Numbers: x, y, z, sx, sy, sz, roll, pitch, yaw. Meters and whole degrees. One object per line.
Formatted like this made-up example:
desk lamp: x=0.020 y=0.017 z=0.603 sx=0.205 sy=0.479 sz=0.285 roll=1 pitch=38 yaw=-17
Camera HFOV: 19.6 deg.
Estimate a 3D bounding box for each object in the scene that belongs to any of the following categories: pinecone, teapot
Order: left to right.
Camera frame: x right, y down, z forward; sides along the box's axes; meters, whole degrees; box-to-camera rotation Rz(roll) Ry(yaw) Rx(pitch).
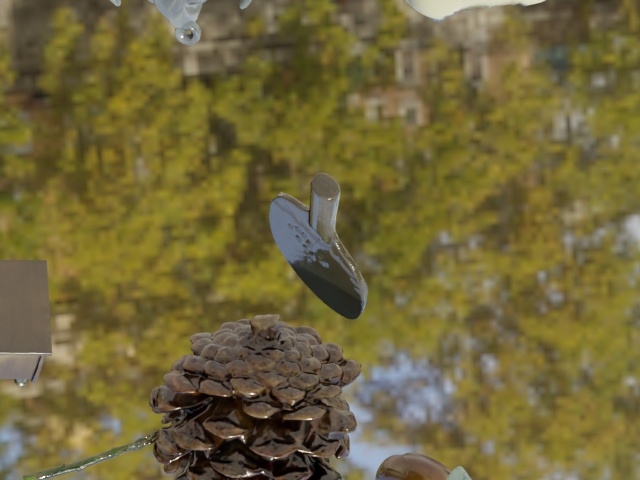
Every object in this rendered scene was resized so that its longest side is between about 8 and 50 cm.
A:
pinecone: x=-0.074 y=0.205 z=2.000 sx=0.224 sy=0.272 sz=0.224 roll=10 pitch=-156 yaw=-4
teapot: x=0.113 y=0.299 z=2.179 sx=0.129 sy=0.098 sz=0.078 roll=-4 pitch=-131 yaw=57

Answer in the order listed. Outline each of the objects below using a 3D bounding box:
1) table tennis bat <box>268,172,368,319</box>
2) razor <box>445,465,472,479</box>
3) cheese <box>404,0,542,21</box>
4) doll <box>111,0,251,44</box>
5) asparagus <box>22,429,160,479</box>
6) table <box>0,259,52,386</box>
table tennis bat: x=0.000 y=0.000 z=1.679 sx=0.022 sy=0.131 sz=0.234 roll=-39 pitch=164 yaw=-17
razor: x=0.018 y=0.279 z=1.695 sx=0.278 sy=0.111 sz=0.056 roll=-22 pitch=-128 yaw=10
cheese: x=0.166 y=-0.274 z=1.669 sx=0.163 sy=0.070 sz=0.249 roll=-2 pitch=163 yaw=-13
doll: x=-0.094 y=-0.200 z=1.132 sx=0.104 sy=0.194 sz=0.062 roll=-12 pitch=-139 yaw=-5
asparagus: x=-0.243 y=0.235 z=2.004 sx=0.163 sy=0.016 sz=0.016 roll=-18 pitch=-159 yaw=-5
table: x=-0.260 y=0.070 z=1.503 sx=0.070 sy=0.083 sz=0.082 roll=1 pitch=152 yaw=-17
